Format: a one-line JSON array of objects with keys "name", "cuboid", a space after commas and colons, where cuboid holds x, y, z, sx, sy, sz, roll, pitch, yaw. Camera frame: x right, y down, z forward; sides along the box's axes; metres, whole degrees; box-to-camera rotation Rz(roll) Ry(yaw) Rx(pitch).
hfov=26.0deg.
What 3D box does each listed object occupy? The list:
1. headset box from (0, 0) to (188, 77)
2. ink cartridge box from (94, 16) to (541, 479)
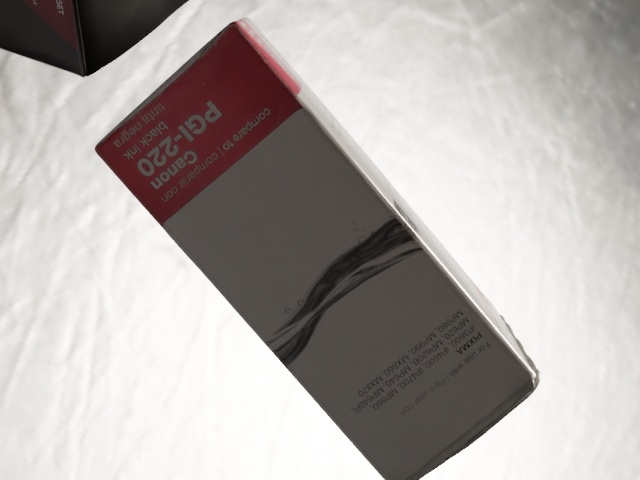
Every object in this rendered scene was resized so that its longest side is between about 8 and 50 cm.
[{"name": "headset box", "cuboid": [-0.175, -0.215, 0.616, 0.110, 0.293, 0.218, -47, 147, -42]}, {"name": "ink cartridge box", "cuboid": [0.000, 0.000, 0.691, 0.218, 0.092, 0.158, 48, 6, -7]}]
